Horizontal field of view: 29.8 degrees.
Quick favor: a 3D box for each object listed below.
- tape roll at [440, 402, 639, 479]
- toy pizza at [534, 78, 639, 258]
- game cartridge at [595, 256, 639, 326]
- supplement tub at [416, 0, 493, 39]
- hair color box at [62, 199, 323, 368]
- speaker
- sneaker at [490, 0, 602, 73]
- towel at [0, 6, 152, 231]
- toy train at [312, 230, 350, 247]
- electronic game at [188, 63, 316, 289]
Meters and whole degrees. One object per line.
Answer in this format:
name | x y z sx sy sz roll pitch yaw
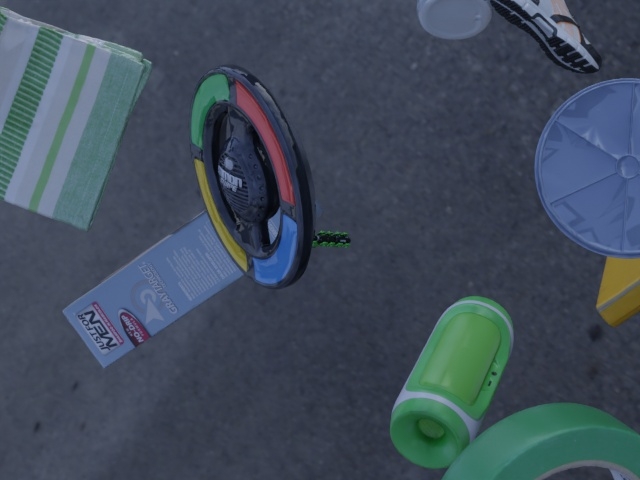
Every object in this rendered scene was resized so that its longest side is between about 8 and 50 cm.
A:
tape roll | 0.278 0.355 1.425 0.321 0.321 0.077 -58 26 2
toy pizza | 0.338 -0.079 1.324 0.201 0.032 0.201 -1 82 8
game cartridge | 0.568 -0.027 1.811 0.324 0.052 0.285 -37 8 30
supplement tub | 0.205 -0.412 1.834 0.117 0.117 0.190 -24 48 37
hair color box | -0.188 0.030 1.817 0.374 0.113 0.185 -34 4 14
speaker | 0.204 0.209 1.822 0.131 0.131 0.296 -26 17 36
sneaker | 0.184 -0.173 0.939 0.043 0.109 0.040 -57 20 -16
towel | -0.413 -0.181 1.595 0.038 0.325 0.247 53 -123 -84
toy train | 0.000 0.000 1.292 0.024 0.083 0.017 -22 73 39
electronic game | -0.072 -0.061 1.191 0.229 0.048 0.229 40 139 47
